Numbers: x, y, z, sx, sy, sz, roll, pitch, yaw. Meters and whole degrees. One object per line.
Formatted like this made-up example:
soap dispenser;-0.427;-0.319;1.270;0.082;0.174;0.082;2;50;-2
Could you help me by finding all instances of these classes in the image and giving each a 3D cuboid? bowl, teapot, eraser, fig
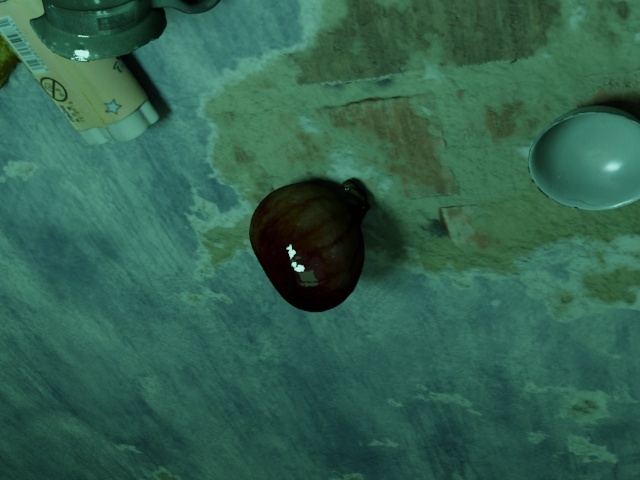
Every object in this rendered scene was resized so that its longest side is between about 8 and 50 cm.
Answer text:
bowl;0.403;-0.138;1.259;0.189;0.086;0.189;11;138;10
teapot;-0.281;-0.389;1.168;0.223;0.305;0.285;38;145;30
eraser;-0.408;-0.289;1.394;0.171;0.087;0.290;0;137;35
fig;-0.013;0.013;1.496;0.214;0.235;0.235;-11;147;-24

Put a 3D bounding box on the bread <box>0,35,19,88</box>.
bread;-0.622;-0.322;1.411;0.229;0.139;0.143;39;128;-25
